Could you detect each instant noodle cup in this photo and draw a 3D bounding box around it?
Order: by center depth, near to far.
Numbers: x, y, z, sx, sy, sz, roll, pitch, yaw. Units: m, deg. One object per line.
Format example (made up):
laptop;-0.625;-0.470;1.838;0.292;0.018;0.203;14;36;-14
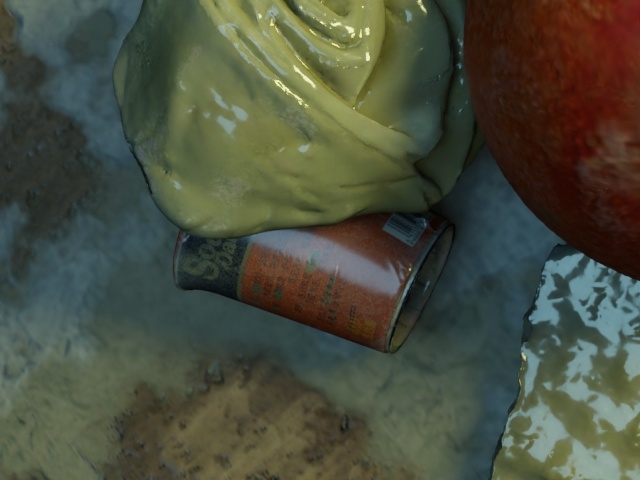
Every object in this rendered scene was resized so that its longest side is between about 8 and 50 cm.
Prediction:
instant noodle cup;0.001;0.000;1.095;0.136;0.127;0.127;25;103;12

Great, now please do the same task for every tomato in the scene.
tomato;0.200;-0.099;0.924;0.265;0.265;0.264;2;94;23

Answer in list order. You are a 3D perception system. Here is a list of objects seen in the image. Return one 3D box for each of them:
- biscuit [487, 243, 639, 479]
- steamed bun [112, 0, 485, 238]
biscuit;0.163;0.126;1.068;0.141;0.038;0.289;21;101;21
steamed bun;-0.001;-0.119;1.011;0.218;0.144;0.211;-2;65;-14
